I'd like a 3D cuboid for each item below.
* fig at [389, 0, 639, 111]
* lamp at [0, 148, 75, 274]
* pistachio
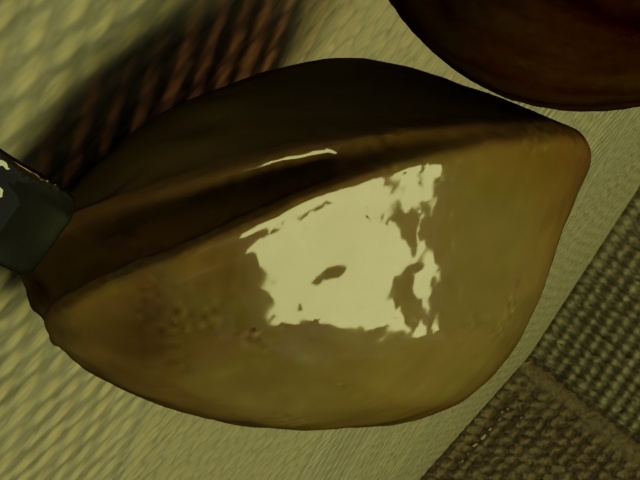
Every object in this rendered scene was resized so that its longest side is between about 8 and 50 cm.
[{"bbox_3d":[0.124,-0.155,0.750,0.235,0.214,0.235,-28,137,-30],"label":"fig"},{"bbox_3d":[-0.230,0.062,0.406,0.371,0.108,0.130,-36,180,-4],"label":"lamp"},{"bbox_3d":[0.000,0.000,0.796,0.213,0.162,0.260,-34,168,17],"label":"pistachio"}]
